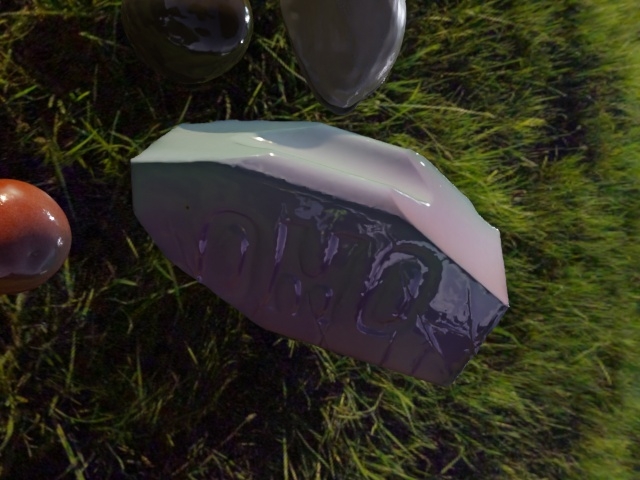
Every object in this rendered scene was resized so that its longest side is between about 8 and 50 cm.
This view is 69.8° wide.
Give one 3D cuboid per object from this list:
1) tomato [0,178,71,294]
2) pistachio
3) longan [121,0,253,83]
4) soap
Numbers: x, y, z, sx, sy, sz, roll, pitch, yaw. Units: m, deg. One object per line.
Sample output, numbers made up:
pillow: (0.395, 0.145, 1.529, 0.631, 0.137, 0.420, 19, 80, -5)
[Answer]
tomato: (-0.685, -0.004, 1.002, 0.256, 0.224, 0.256, -43, 144, -43)
pistachio: (0.040, -0.391, 0.799, 0.226, 0.208, 0.332, -10, 104, -17)
longan: (-0.269, -0.453, 0.943, 0.258, 0.258, 0.258, 0, 90, -49)
soap: (0.000, 0.000, 0.427, 0.109, 0.323, 0.193, -69, 177, -52)
